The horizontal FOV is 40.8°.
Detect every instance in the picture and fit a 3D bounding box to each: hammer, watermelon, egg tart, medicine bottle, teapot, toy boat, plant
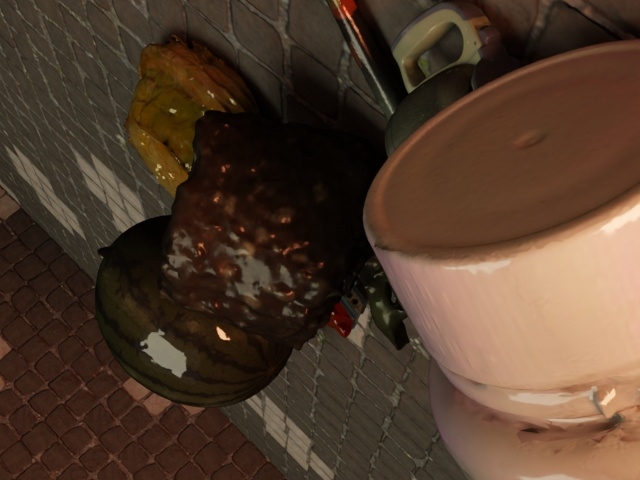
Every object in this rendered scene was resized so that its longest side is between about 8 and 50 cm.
[{"bbox_3d":[0.023,-0.191,0.730,0.111,0.033,0.287,14,141,57],"label":"hammer"},{"bbox_3d":[-0.206,0.101,1.350,0.359,0.279,0.278,35,156,32],"label":"watermelon"},{"bbox_3d":[-0.155,-0.122,1.100,0.288,0.118,0.288,40,162,16],"label":"egg tart"},{"bbox_3d":[0.189,0.067,0.536,0.256,0.256,0.324,16,141,55],"label":"medicine bottle"},{"bbox_3d":[0.118,-0.100,0.644,0.111,0.149,0.108,15,148,-22],"label":"teapot"},{"bbox_3d":[0.001,0.049,1.159,0.173,0.059,0.069,50,160,17],"label":"toy boat"},{"bbox_3d":[0.000,0.000,0.888,0.312,0.213,0.215,12,158,-4],"label":"plant"}]
